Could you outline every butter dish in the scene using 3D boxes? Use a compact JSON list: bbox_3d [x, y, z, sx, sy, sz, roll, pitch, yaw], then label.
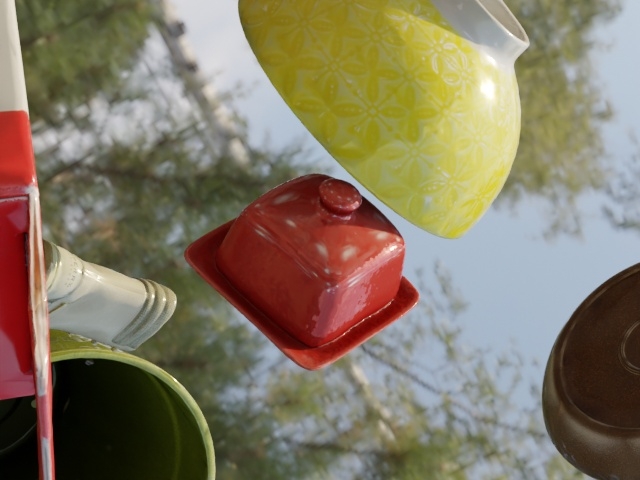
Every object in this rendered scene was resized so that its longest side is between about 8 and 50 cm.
[{"bbox_3d":[0.000,0.000,1.117,0.160,0.118,0.160,42,-137,19],"label":"butter dish"}]

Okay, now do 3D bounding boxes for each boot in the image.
[{"bbox_3d":[-0.258,0.064,1.313,0.213,0.165,0.077,-19,-120,43],"label":"boot"}]

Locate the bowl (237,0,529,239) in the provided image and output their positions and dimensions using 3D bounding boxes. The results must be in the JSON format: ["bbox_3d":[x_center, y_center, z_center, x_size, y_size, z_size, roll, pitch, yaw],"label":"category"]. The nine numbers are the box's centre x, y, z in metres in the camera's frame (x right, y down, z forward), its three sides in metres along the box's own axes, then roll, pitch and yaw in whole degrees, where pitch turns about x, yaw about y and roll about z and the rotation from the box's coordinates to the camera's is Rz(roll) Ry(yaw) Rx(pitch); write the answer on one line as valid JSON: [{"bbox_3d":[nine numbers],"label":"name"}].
[{"bbox_3d":[0.083,-0.160,1.179,0.156,0.289,0.289,-42,-152,20],"label":"bowl"}]

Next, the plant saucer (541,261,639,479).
[{"bbox_3d":[0.370,0.121,1.479,0.311,0.050,0.310,-25,-143,20],"label":"plant saucer"}]

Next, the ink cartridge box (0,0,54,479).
[{"bbox_3d":[-0.127,-0.037,0.405,0.078,0.134,0.231,-6,-117,-13],"label":"ink cartridge box"}]

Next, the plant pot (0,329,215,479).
[{"bbox_3d":[-0.368,0.239,1.642,0.366,0.366,0.353,-37,-148,-15],"label":"plant pot"}]
